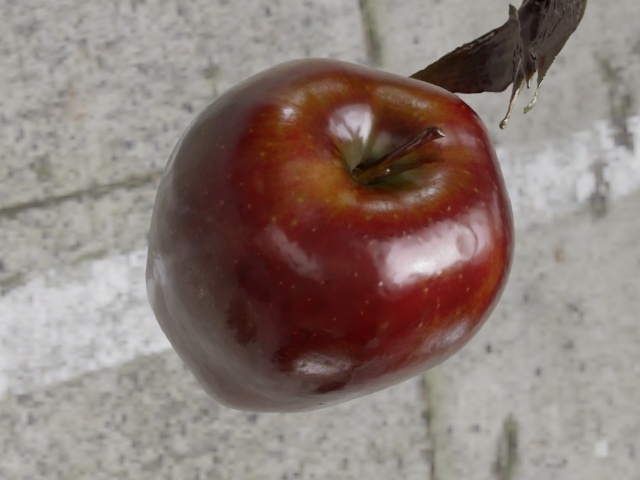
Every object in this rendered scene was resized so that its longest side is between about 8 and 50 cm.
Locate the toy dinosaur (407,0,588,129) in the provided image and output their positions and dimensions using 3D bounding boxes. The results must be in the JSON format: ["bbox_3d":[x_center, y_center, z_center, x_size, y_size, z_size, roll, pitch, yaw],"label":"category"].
[{"bbox_3d":[0.168,-0.207,1.594,0.113,0.327,0.206,13,97,-10],"label":"toy dinosaur"}]

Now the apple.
[{"bbox_3d":[0.000,0.000,1.436,0.288,0.317,0.288,12,59,-20],"label":"apple"}]
